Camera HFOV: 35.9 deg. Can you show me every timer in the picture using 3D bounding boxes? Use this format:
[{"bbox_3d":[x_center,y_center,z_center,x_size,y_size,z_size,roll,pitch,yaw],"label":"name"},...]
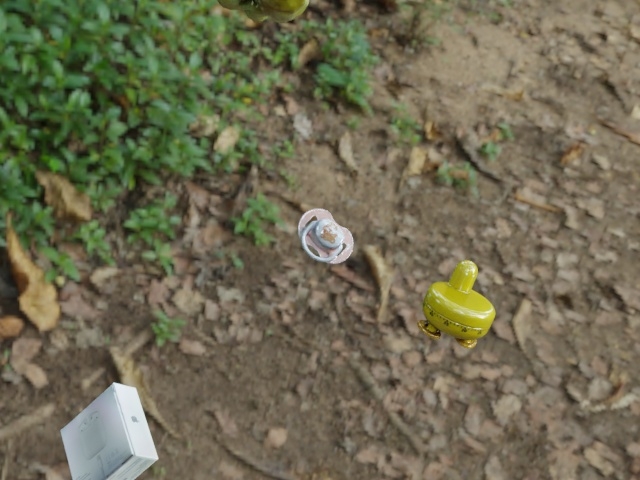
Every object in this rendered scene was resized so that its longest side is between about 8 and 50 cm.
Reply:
[{"bbox_3d":[0.204,0.091,1.436,0.107,0.109,0.107,18,20,-7],"label":"timer"}]

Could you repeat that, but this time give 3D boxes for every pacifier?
[{"bbox_3d":[0.000,0.000,1.587,0.099,0.078,0.081,44,68,-5],"label":"pacifier"}]

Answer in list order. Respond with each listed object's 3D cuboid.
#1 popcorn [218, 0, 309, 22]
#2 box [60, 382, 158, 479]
[{"bbox_3d":[-0.065,-0.426,1.278,0.276,0.225,0.276,2,77,-11],"label":"popcorn"},{"bbox_3d":[-0.319,0.304,1.478,0.051,0.130,0.129,27,28,-48],"label":"box"}]
